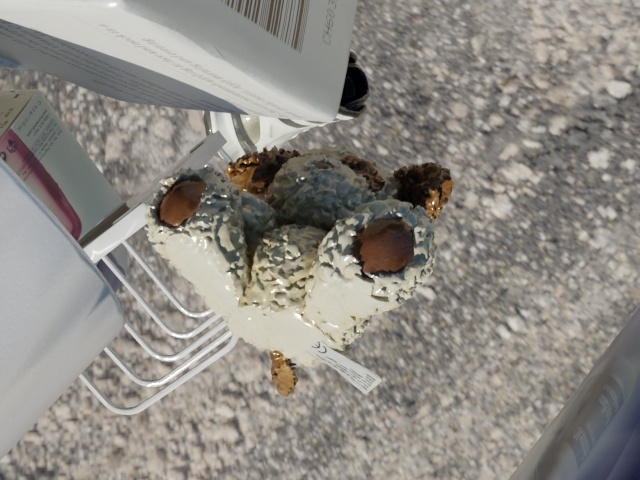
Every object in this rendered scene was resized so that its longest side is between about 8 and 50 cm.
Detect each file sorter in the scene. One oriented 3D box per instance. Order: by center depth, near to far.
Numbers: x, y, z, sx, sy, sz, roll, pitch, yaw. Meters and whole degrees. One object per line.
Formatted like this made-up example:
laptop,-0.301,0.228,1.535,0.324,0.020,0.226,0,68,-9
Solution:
file sorter,-0.163,0.033,1.209,0.192,0.278,0.173,-36,100,20

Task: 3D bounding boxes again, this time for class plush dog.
plush dog,0.000,0.000,1.033,0.262,0.225,0.211,11,135,20

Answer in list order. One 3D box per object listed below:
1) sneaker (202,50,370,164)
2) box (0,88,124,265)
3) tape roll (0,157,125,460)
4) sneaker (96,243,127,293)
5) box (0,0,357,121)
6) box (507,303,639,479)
sneaker,-0.038,-0.202,1.872,0.257,0.447,0.169,-11,89,4
box,-0.383,-0.069,1.447,0.232,0.148,0.127,59,47,-40
tape roll,-0.221,0.012,0.432,0.169,0.246,0.246,-48,114,-16
sneaker,-0.438,-0.030,1.790,0.182,0.127,0.316,3,132,21
box,-0.064,-0.153,0.434,0.119,0.181,0.182,8,88,23
box,0.253,0.191,0.752,0.182,0.296,0.294,33,104,1
